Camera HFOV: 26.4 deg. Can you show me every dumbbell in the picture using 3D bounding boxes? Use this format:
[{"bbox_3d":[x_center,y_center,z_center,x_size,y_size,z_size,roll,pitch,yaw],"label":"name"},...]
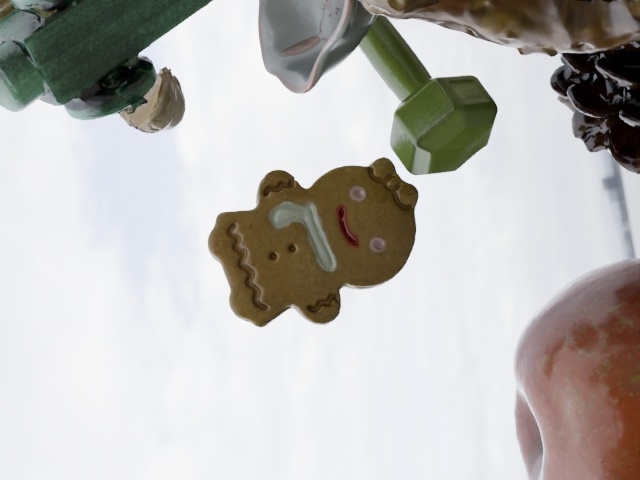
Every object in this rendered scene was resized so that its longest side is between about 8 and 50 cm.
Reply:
[{"bbox_3d":[0.076,-0.209,1.529,0.121,0.108,0.302,-7,-127,-41],"label":"dumbbell"}]

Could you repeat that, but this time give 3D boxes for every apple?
[{"bbox_3d":[0.370,0.198,1.606,0.348,0.277,0.348,169,90,-87],"label":"apple"}]

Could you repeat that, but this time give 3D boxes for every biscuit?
[{"bbox_3d":[0.001,-0.001,1.543,0.035,0.249,0.184,133,118,-79],"label":"biscuit"}]

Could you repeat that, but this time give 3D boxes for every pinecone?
[{"bbox_3d":[0.399,-0.228,1.499,0.242,0.298,0.296,-35,-46,-56],"label":"pinecone"}]

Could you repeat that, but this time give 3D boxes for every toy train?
[{"bbox_3d":[-0.132,-0.189,0.947,0.285,0.177,0.116,-41,-54,-22],"label":"toy train"}]

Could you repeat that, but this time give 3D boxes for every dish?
[{"bbox_3d":[0.013,-0.262,1.414,0.229,0.081,0.229,-18,70,61],"label":"dish"}]

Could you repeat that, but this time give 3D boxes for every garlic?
[{"bbox_3d":[-0.214,-0.180,1.784,0.074,0.094,0.113,41,-169,-32],"label":"garlic"}]

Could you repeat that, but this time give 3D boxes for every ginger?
[{"bbox_3d":[0.182,-0.256,1.268,0.172,0.321,0.165,-90,0,-59],"label":"ginger"}]
